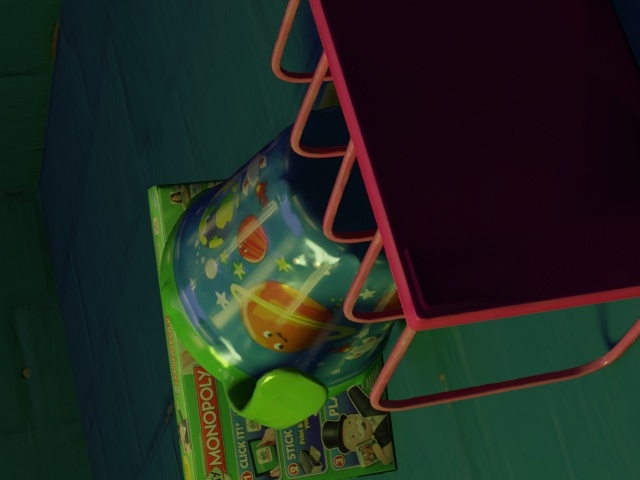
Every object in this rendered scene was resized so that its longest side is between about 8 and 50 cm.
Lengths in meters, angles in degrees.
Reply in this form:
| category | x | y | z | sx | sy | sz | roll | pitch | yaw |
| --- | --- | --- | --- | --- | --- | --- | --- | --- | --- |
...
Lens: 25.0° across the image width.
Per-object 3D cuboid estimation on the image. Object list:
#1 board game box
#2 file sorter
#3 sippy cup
| category | x | y | z | sx | sy | sz | roll | pitch | yaw |
| --- | --- | --- | --- | --- | --- | --- | --- | --- | --- |
| board game box | -0.048 | 0.091 | 1.454 | 0.046 | 0.213 | 0.317 | 169 | 94 | -72 |
| file sorter | 0.097 | -0.053 | 0.987 | 0.182 | 0.202 | 0.290 | 113 | 145 | -59 |
| sippy cup | 0.000 | 0.000 | 1.295 | 0.224 | 0.240 | 0.305 | -49 | 59 | 51 |
